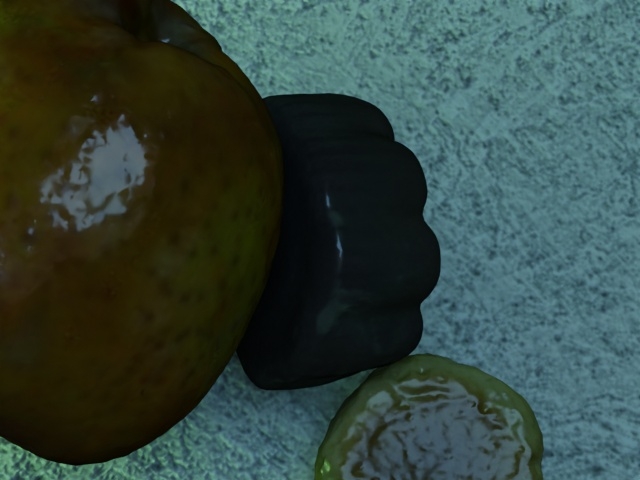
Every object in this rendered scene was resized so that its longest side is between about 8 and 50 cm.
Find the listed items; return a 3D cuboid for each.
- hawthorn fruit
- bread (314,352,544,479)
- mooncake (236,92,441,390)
[{"bbox_3d":[-0.249,-0.036,1.720,0.472,0.472,0.471,2,72,-8],"label":"hawthorn fruit"},{"bbox_3d":[0.114,0.241,1.847,0.244,0.134,0.244,2,75,-7],"label":"bread"},{"bbox_3d":[0.000,0.000,1.827,0.154,0.306,0.306,-3,72,-28],"label":"mooncake"}]
